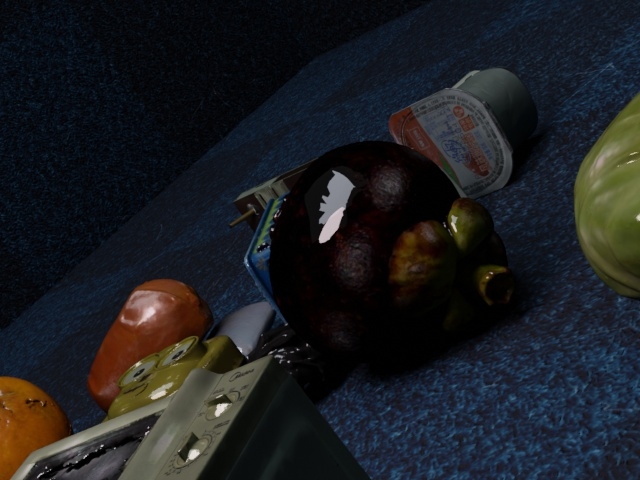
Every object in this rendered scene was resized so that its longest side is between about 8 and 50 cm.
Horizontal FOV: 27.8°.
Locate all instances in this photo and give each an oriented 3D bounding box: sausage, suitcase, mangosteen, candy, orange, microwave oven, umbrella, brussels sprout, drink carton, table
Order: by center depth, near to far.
[{"bbox_3d":[-0.135,0.310,1.191,0.355,0.286,0.218,-24,19,34],"label":"microwave oven"},{"bbox_3d":[0.402,-0.057,1.243,0.328,0.247,0.328,-35,29,22],"label":"brussels sprout"},{"bbox_3d":[0.088,0.013,1.685,0.314,0.296,0.297,-4,12,-7],"label":"mangosteen"},{"bbox_3d":[-0.207,0.242,1.858,0.194,0.143,0.235,-28,16,29],"label":"suitcase"},{"bbox_3d":[0.018,0.120,1.858,0.118,0.118,0.340,-25,9,37],"label":"umbrella"},{"bbox_3d":[-0.144,0.170,2.087,0.138,0.071,0.174,-33,14,25],"label":"candy"},{"bbox_3d":[-0.519,0.344,2.087,0.246,0.246,0.246,-33,14,10],"label":"orange"},{"bbox_3d":[-0.277,0.178,2.097,0.268,0.141,0.153,-59,3,25],"label":"sausage"},{"bbox_3d":[0.259,-0.181,2.126,0.191,0.185,0.190,-25,6,41],"label":"drink carton"},{"bbox_3d":[-0.072,-0.054,2.542,0.240,0.121,0.111,-22,19,44],"label":"table"}]

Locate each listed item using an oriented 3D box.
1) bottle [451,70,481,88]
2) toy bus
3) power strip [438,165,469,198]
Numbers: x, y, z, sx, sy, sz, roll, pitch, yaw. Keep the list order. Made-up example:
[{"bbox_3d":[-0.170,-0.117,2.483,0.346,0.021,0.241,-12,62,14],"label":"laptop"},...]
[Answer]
[{"bbox_3d":[0.232,-0.205,2.367,0.245,0.104,0.104,-42,16,-25],"label":"bottle"},{"bbox_3d":[0.000,0.000,2.145,0.190,0.152,0.312,-29,16,16],"label":"toy bus"},{"bbox_3d":[0.082,-0.051,1.957,0.265,0.193,0.059,-20,-35,-24],"label":"power strip"}]
